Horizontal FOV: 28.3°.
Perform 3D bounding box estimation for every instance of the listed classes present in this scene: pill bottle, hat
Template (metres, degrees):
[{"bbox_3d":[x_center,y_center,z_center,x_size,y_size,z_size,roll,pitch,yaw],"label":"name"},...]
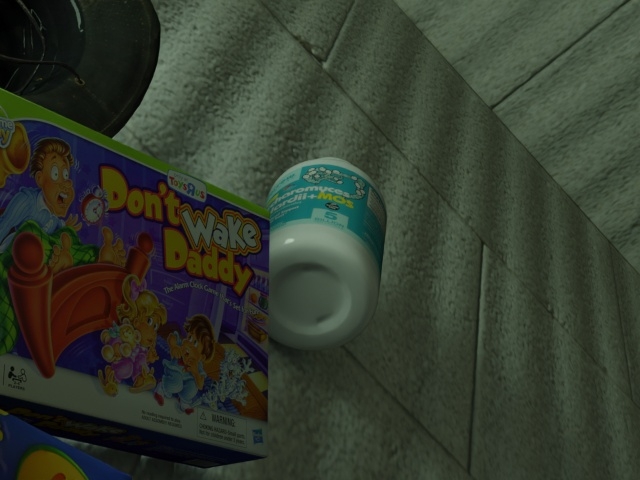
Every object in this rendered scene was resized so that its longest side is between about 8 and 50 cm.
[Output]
[{"bbox_3d":[0.000,0.000,1.444,0.146,0.146,0.264,44,23,-17],"label":"pill bottle"},{"bbox_3d":[-0.311,-0.187,1.161,0.331,0.134,0.331,24,49,-30],"label":"hat"}]

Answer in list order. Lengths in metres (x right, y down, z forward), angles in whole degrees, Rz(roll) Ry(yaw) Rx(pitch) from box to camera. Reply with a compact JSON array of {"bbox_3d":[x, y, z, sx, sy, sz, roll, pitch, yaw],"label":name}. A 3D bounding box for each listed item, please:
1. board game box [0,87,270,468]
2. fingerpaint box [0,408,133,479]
[{"bbox_3d":[-0.182,0.040,1.027,0.347,0.078,0.233,24,58,-47],"label":"board game box"},{"bbox_3d":[-0.268,0.239,0.562,0.371,0.163,0.444,36,27,-31],"label":"fingerpaint box"}]
